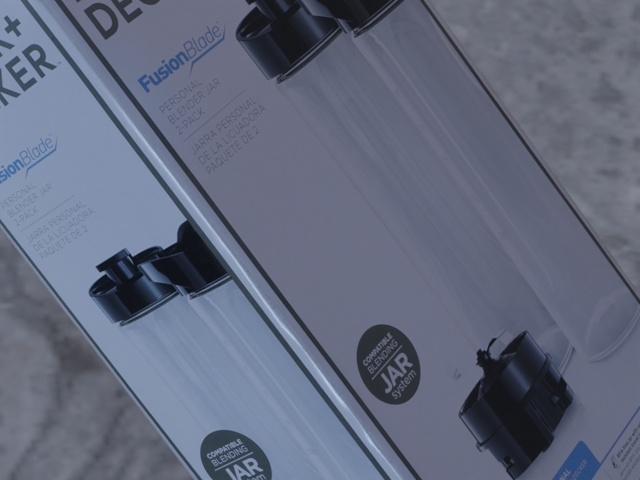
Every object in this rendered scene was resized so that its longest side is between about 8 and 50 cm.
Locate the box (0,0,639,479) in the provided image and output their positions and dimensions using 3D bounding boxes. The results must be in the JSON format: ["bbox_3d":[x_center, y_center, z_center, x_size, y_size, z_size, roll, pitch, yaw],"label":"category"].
[{"bbox_3d":[0.000,0.000,0.700,0.087,0.169,0.290,-29,100,44],"label":"box"}]
